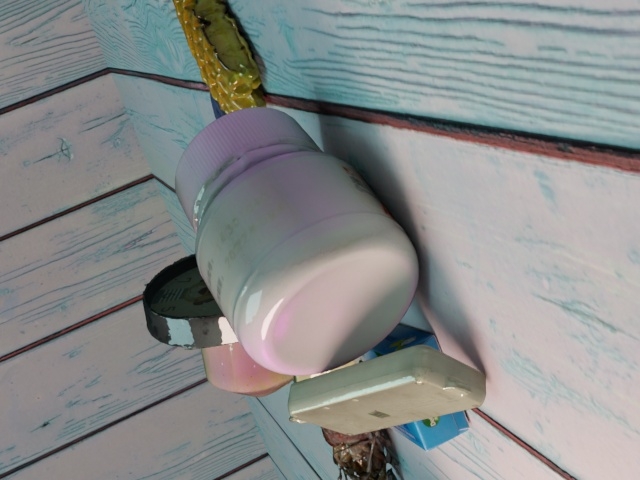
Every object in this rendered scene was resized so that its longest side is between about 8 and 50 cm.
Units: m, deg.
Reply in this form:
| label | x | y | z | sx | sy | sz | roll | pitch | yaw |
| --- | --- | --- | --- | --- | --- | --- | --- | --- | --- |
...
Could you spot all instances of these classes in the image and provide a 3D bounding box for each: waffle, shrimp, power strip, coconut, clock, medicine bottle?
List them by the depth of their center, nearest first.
| label | x | y | z | sx | sy | sz | roll | pitch | yaw |
| --- | --- | --- | --- | --- | --- | --- | --- | --- | --- |
| power strip | 0.075 | 0.189 | 1.208 | 0.270 | 0.118 | 0.046 | -25 | 50 | 44 |
| medicine bottle | -0.042 | -0.007 | 1.258 | 0.302 | 0.241 | 0.241 | 55 | 163 | 39 |
| waffle | -0.176 | -0.327 | 1.607 | 0.309 | 0.065 | 0.283 | 40 | 152 | 59 |
| shrimp | 0.072 | 0.381 | 1.775 | 0.145 | 0.117 | 0.343 | -81 | -31 | -70 |
| clock | -0.175 | 0.093 | 1.809 | 0.312 | 0.313 | 0.061 | -140 | 34 | -61 |
| coconut | -0.150 | 0.231 | 2.179 | 0.233 | 0.233 | 0.245 | -137 | 34 | -59 |

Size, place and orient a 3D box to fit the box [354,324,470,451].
| label | x | y | z | sx | sy | sz | roll | pitch | yaw |
| --- | --- | --- | --- | --- | --- | --- | --- | --- | --- |
| box | 0.117 | 0.195 | 1.362 | 0.139 | 0.073 | 0.194 | 67 | 167 | -7 |

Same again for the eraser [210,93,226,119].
| label | x | y | z | sx | sy | sz | roll | pitch | yaw |
| --- | --- | --- | --- | --- | --- | --- | --- | --- | --- |
| eraser | -0.141 | -0.186 | 1.775 | 0.225 | 0.036 | 0.082 | 59 | 167 | 25 |

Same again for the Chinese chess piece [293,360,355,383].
| label | x | y | z | sx | sy | sz | roll | pitch | yaw |
| --- | --- | --- | --- | --- | --- | --- | --- | --- | --- |
| Chinese chess piece | -0.001 | 0.154 | 1.556 | 0.250 | 0.101 | 0.250 | 171 | 90 | -87 |
